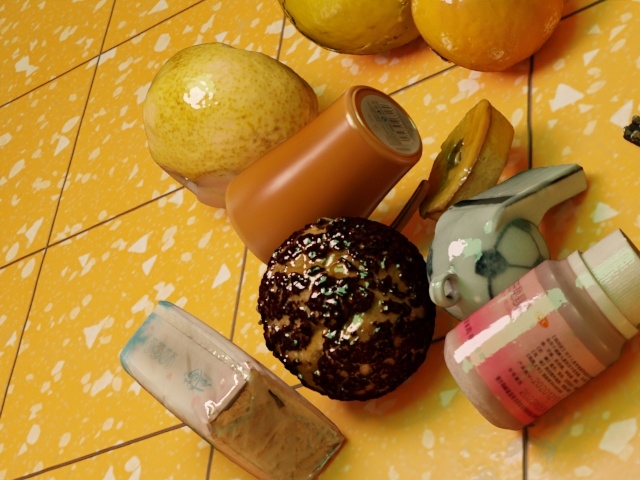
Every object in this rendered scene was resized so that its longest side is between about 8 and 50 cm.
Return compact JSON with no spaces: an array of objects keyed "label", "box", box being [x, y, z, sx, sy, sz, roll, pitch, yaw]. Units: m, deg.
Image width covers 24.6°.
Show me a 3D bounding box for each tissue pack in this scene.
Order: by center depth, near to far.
[{"label":"tissue pack","box":[-0.121,0.203,1.913,0.124,0.201,0.271,-56,35,-6]}]

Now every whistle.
[{"label":"whistle","box":[0.227,0.018,1.803,0.164,0.163,0.290,-2,17,44]}]

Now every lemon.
[{"label":"lemon","box":[0.067,-0.423,2.240,0.297,0.297,0.297,-27,41,26]}]

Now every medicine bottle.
[{"label":"medicine bottle","box":[0.269,0.098,1.662,0.247,0.147,0.147,-39,37,12]}]

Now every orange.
[{"label":"orange","box":[0.234,-0.346,2.059,0.219,0.193,0.219,-3,80,15]}]

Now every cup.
[{"label":"cup","box":[0.024,-0.067,1.966,0.264,0.226,0.182,-43,26,33]}]

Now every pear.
[{"label":"pear","box":[-0.135,-0.190,2.259,0.271,0.271,0.271,-27,41,26]}]

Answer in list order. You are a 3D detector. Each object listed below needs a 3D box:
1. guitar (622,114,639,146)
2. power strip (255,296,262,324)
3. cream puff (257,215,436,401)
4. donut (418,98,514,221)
[{"label":"guitar","box":[0.439,-0.094,1.756,0.084,0.038,0.271,-44,36,2]},{"label":"power strip","box":[0.000,0.000,2.112,0.064,0.044,0.305,14,66,50]},{"label":"cream puff","box":[0.027,0.089,1.839,0.239,0.165,0.239,9,106,34]},{"label":"donut","box":[0.200,-0.097,1.941,0.178,0.065,0.162,-65,12,-17]}]
